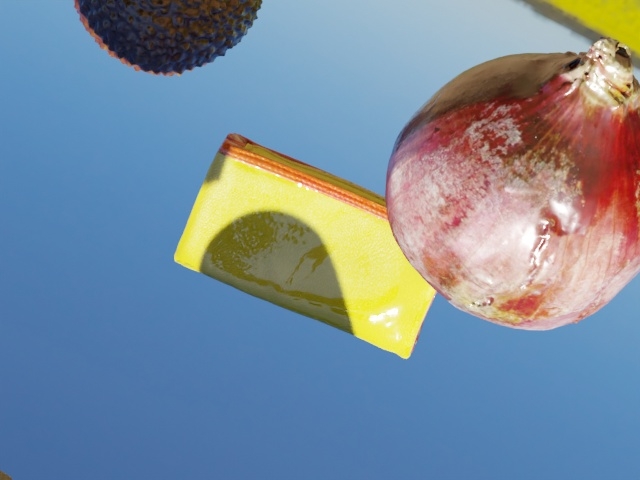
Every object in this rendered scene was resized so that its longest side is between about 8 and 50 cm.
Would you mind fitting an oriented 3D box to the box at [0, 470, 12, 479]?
[{"bbox_3d":[-0.214,0.147,0.654,0.035,0.079,0.083,-7,143,31],"label":"box"}]

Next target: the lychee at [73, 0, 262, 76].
[{"bbox_3d":[-0.151,-0.247,1.166,0.194,0.194,0.194,25,-165,-7],"label":"lychee"}]

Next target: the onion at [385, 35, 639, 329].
[{"bbox_3d":[0.122,-0.041,0.666,0.159,0.195,0.159,6,-119,-11],"label":"onion"}]

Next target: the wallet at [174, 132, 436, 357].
[{"bbox_3d":[0.000,0.000,1.132,0.241,0.141,0.067,23,-154,2],"label":"wallet"}]
